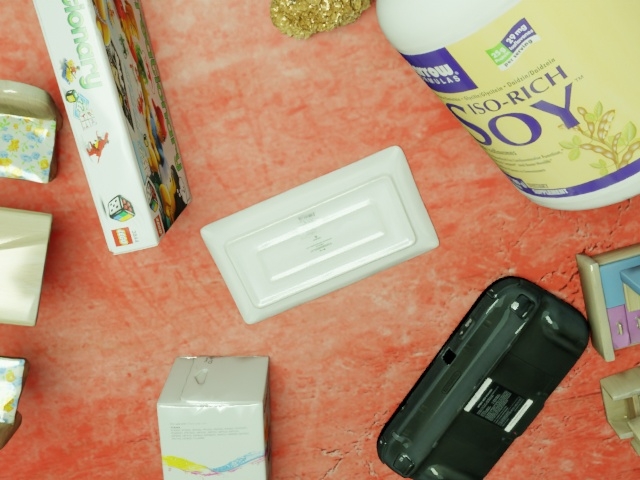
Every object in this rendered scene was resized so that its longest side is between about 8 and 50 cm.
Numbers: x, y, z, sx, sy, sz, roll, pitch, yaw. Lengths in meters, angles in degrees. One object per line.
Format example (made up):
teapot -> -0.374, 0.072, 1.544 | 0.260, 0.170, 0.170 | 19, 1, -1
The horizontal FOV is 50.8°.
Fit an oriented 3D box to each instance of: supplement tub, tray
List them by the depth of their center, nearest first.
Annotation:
supplement tub -> 0.205, -0.213, 0.635 | 0.241, 0.241, 0.331 | -43, 116, 11
tray -> 0.000, 0.000, 0.834 | 0.271, 0.030, 0.145 | -23, 105, 6

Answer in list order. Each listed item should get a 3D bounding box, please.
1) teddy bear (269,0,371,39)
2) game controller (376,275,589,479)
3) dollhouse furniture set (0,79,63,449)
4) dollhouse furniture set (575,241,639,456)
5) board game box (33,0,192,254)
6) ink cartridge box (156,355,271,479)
teddy bear -> -0.051, -0.375, 0.679 | 0.245, 0.113, 0.337 | -7, 107, 3
game controller -> 0.214, 0.201, 0.892 | 0.167, 0.067, 0.319 | 27, 105, -24
dollhouse furniture set -> -0.468, 0.004, 0.619 | 0.395, 0.256, 0.361 | 8, 85, -14
dollhouse furniture set -> 0.451, 0.140, 0.743 | 0.198, 0.303, 0.286 | -16, 106, 5
board game box -> -0.210, -0.159, 0.697 | 0.053, 0.193, 0.305 | -11, 107, 3
ink cartridge box -> -0.128, 0.250, 0.855 | 0.128, 0.128, 0.176 | -1, 107, -1
